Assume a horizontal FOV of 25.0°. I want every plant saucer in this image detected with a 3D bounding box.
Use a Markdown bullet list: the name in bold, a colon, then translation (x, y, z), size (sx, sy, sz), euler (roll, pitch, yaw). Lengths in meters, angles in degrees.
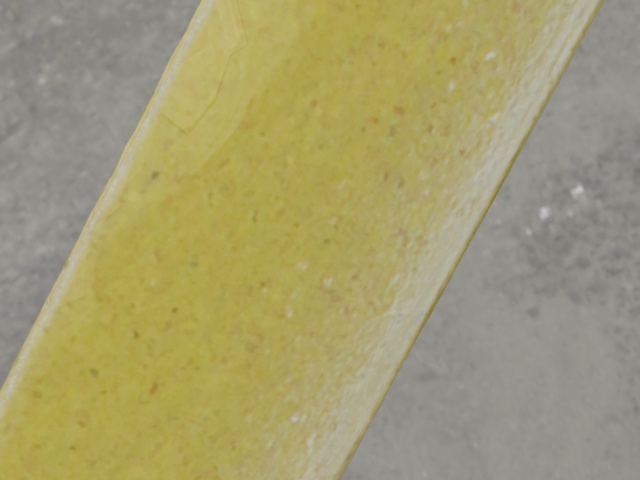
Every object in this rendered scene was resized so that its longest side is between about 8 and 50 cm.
- **plant saucer**: translation (0.000, 0.000, 0.470), size (0.333, 0.081, 0.333), euler (-62, -2, 7)
